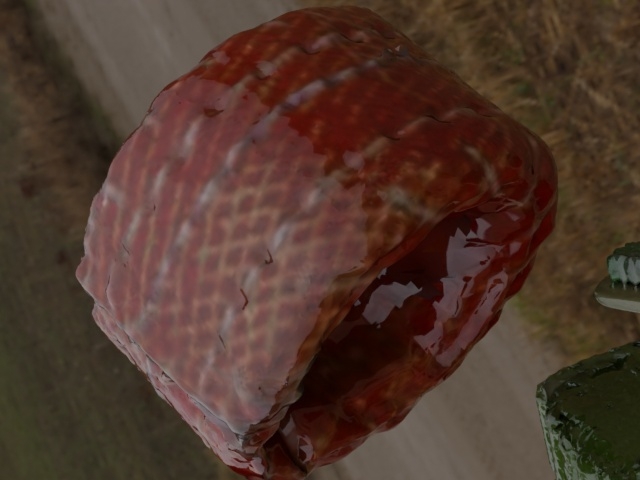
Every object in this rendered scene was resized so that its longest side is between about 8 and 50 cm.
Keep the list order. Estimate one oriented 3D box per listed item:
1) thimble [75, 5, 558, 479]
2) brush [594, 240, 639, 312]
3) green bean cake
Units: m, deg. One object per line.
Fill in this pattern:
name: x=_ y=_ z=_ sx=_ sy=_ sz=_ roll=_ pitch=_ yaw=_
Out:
thimble: x=0.000 y=0.000 z=1.056 sx=0.230 sy=0.350 sz=0.350 roll=42 pitch=148 yaw=26
brush: x=0.313 y=0.035 z=0.913 sx=0.282 sy=0.054 sz=0.048 roll=8 pitch=119 yaw=43
green bean cake: x=0.304 y=0.171 z=1.161 sx=0.200 sy=0.214 sz=0.113 roll=-121 pitch=12 yaw=-56
